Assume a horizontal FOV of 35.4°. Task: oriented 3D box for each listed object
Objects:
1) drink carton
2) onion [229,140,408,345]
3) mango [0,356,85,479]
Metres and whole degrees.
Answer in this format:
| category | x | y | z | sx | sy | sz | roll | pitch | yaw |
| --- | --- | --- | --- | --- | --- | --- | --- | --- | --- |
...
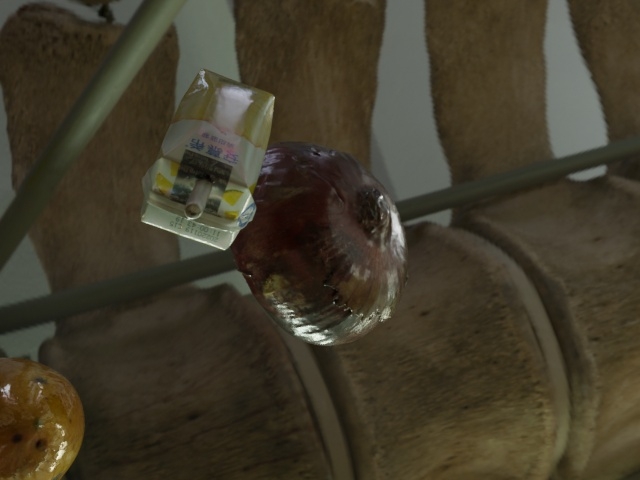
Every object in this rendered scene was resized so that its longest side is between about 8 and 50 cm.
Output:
| category | x | y | z | sx | sy | sz | roll | pitch | yaw |
| --- | --- | --- | --- | --- | --- | --- | --- | --- | --- |
| drink carton | -0.082 | -0.049 | 0.728 | 0.084 | 0.074 | 0.200 | 22 | -146 | -8 |
| onion | 0.000 | 0.000 | 1.154 | 0.246 | 0.190 | 0.246 | 39 | -145 | -35 |
| mango | -0.332 | 0.199 | 0.983 | 0.191 | 0.290 | 0.160 | -40 | -77 | -47 |
